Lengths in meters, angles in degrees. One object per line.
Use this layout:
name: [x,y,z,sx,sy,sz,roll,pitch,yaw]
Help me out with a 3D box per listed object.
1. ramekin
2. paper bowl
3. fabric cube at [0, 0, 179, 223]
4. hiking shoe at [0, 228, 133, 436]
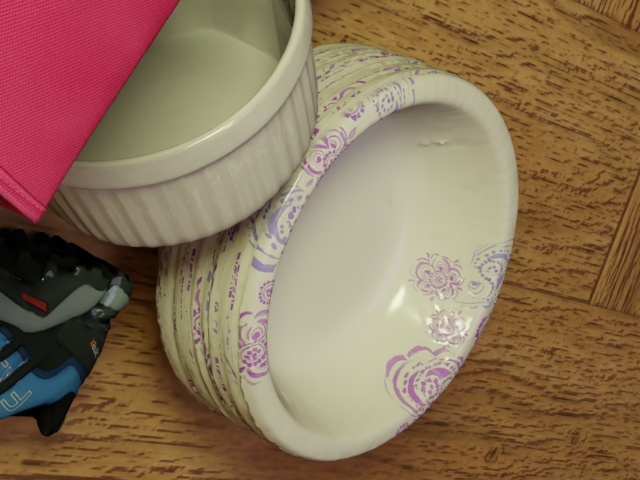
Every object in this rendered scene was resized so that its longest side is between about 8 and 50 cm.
ramekin: [-0.097,-0.092,1.087,0.207,0.207,0.109,-49,148,-20]
paper bowl: [0.000,0.000,1.287,0.284,0.148,0.284,-25,126,-40]
fabric cube: [-0.185,-0.207,0.726,0.258,0.259,0.254,-58,152,-9]
hiking shoe: [-0.234,0.062,1.076,0.304,0.113,0.132,7,103,-51]
